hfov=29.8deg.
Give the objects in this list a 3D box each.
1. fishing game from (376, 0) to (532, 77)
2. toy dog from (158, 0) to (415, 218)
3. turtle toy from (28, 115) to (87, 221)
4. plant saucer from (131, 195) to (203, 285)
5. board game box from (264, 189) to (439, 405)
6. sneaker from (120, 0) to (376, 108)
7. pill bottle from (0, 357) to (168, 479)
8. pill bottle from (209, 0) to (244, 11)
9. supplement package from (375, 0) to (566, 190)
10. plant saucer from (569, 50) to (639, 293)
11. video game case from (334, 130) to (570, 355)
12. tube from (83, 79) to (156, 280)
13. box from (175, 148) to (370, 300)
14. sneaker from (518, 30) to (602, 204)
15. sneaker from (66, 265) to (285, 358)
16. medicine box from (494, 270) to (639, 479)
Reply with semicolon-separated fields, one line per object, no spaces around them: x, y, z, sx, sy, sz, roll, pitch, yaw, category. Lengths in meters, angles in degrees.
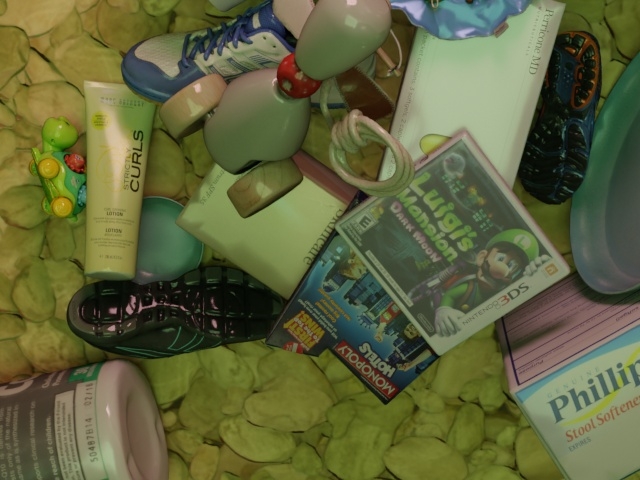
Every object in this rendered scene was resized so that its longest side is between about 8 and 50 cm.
0.137;-0.291;1.203;0.264;0.041;0.189;-38;90;5;fishing game
-0.015;-0.156;1.247;0.333;0.161;0.220;-8;112;44;toy dog
-0.315;-0.086;1.466;0.066;0.095;0.130;-20;102;-20;turtle toy
-0.203;0.001;1.505;0.119;0.021;0.119;1;103;4;plant saucer
0.041;0.080;1.357;0.194;0.060;0.194;-43;96;13;board game box
-0.083;-0.227;1.377;0.296;0.112;0.131;-3;146;-2;sneaker
-0.388;0.279;1.488;0.360;0.204;0.204;-13;101;7;pill bottle
-0.002;-0.418;1.300;0.362;0.210;0.210;-31;98;11;pill bottle
0.159;-0.157;1.347;0.145;0.204;0.262;14;103;1;supplement package
0.369;-0.088;1.296;0.043;0.317;0.318;18;104;-13;plant saucer
0.139;0.007;1.272;0.173;0.022;0.190;-35;103;18;video game case
-0.246;-0.074;1.438;0.062;0.070;0.240;-6;75;35;tube
0.000;0.000;1.437;0.311;0.121;0.148;33;103;-3;box
0.292;-0.143;1.404;0.083;0.087;0.221;22;122;21;sneaker
-0.176;0.093;1.493;0.267;0.106;0.101;1;64;-7;sneaker
0.350;0.119;1.348;0.263;0.289;0.149;-31;99;10;medicine box
